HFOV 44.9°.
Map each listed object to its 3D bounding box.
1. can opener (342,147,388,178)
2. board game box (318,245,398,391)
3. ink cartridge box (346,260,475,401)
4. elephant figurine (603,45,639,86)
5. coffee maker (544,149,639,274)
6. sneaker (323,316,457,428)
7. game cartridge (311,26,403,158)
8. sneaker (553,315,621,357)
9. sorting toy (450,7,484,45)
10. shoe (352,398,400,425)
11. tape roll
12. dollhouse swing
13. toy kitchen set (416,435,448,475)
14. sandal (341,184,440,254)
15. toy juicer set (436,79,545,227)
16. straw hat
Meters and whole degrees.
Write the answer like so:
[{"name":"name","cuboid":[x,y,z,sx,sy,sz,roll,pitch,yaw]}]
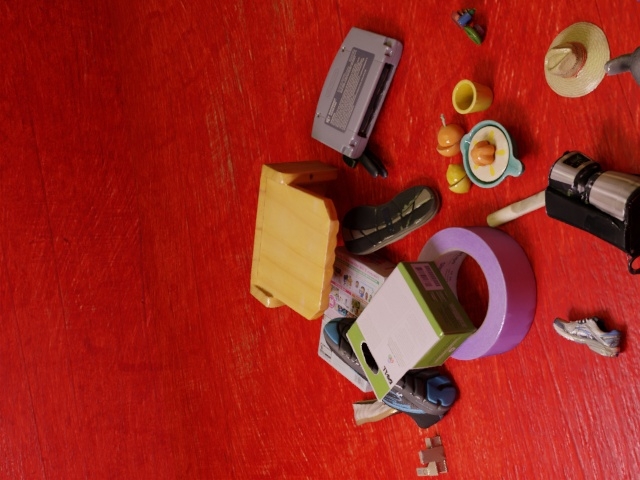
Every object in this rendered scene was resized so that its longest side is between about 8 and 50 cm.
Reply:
[{"name":"can opener","cuboid":[0.115,-0.199,1.910,0.186,0.059,0.073,45,136,50]},{"name":"board game box","cuboid":[0.104,0.188,1.933,0.224,0.098,0.303,31,119,51]},{"name":"ink cartridge box","cuboid":[0.180,0.193,1.640,0.255,0.097,0.188,-56,48,38]},{"name":"elephant figurine","cuboid":[0.576,-0.207,1.146,0.186,0.169,0.239,146,101,-84]},{"name":"coffee maker","cuboid":[0.478,-0.051,1.323,0.178,0.120,0.171,35,122,51]},{"name":"sneaker","cuboid":[0.138,0.309,1.775,0.341,0.125,0.139,35,137,16]},{"name":"game cartridge","cuboid":[0.081,-0.368,1.907,0.198,0.062,0.297,39,112,53]},{"name":"sneaker","cuboid":[0.487,0.161,1.401,0.135,0.052,0.058,25,104,45]},{"name":"sorting toy","cuboid":[0.312,-0.454,1.608,0.042,0.061,0.102,-42,59,9]},{"name":"shoe","cuboid":[0.143,0.412,1.911,0.219,0.077,0.058,-34,69,55]},{"name":"tape roll","cuboid":[0.315,0.107,1.612,0.275,0.090,0.274,10,102,56]},{"name":"dollhouse swing","cuboid":[0.000,0.000,1.951,0.305,0.315,0.346,18,109,37]},{"name":"toy kitchen set","cuboid":[0.238,0.500,1.782,0.075,0.068,0.083,-28,69,54]},{"name":"sandal","cuboid":[0.168,-0.040,1.836,0.303,0.086,0.120,-19,71,41]},{"name":"toy juicer set","cuboid":[0.325,-0.149,1.573,0.209,0.090,0.329,-56,49,43]},{"name":"straw hat","cuboid":[0.443,-0.327,1.402,0.144,0.061,0.144,6,98,57]}]
